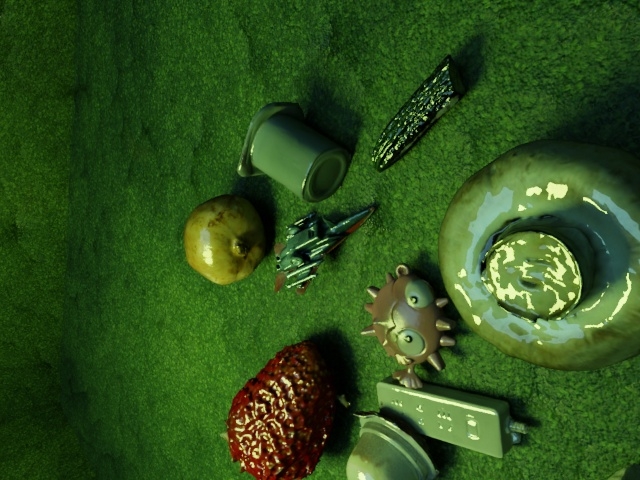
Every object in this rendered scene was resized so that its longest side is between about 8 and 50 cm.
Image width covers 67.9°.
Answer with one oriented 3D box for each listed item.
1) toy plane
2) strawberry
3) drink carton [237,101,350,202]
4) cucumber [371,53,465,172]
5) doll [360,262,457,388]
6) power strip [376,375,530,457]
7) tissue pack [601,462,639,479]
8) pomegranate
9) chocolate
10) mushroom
[{"bbox_3d":[-0.006,-0.002,1.130,0.326,0.104,0.223,-38,42,38],"label":"toy plane"},{"bbox_3d":[-0.068,0.429,1.180,0.343,0.292,0.292,-49,63,25],"label":"strawberry"},{"bbox_3d":[-0.054,-0.195,1.091,0.189,0.185,0.191,39,121,30],"label":"drink carton"},{"bbox_3d":[0.181,-0.235,0.926,0.265,0.077,0.077,-44,67,41],"label":"cucumber"},{"bbox_3d":[0.180,0.177,0.985,0.211,0.093,0.262,8,100,37],"label":"doll"},{"bbox_3d":[0.253,0.352,0.971,0.338,0.058,0.098,-2,96,44],"label":"power strip"},{"bbox_3d":[0.439,0.564,0.730,0.266,0.194,0.356,50,128,28],"label":"tissue pack"},{"bbox_3d":[-0.258,-0.003,1.296,0.248,0.248,0.248,10,104,43],"label":"pomegranate"},{"bbox_3d":[0.127,0.480,1.014,0.221,0.147,0.221,28,135,32],"label":"chocolate"},{"bbox_3d":[0.338,0.025,0.687,0.352,0.260,0.352,17,114,41],"label":"mushroom"}]
